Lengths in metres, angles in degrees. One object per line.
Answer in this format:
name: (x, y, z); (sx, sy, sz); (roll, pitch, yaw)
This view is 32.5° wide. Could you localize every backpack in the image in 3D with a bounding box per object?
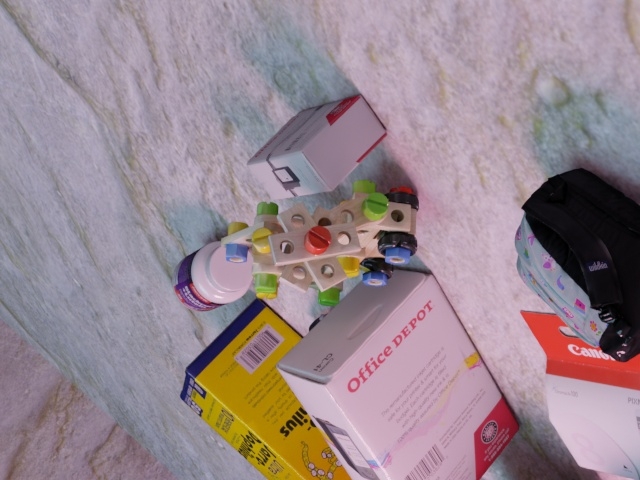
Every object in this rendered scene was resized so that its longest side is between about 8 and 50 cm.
backpack: (0.268, 0.021, 1.060); (0.182, 0.152, 0.115); (46, 150, 28)

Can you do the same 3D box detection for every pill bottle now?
pill bottle: (-0.180, 0.060, 1.885); (0.108, 0.108, 0.193); (48, 156, -7)

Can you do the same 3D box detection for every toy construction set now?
toy construction set: (0.000, 0.000, 1.369); (0.215, 0.151, 0.327); (8, 174, -11)

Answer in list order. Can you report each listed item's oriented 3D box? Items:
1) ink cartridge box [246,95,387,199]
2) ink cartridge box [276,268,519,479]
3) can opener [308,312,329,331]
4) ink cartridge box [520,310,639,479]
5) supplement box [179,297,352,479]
ink cartridge box: (-0.007, -0.110, 1.329); (0.063, 0.109, 0.150); (51, 156, -18)
ink cartridge box: (0.115, 0.221, 1.522); (0.131, 0.226, 0.306); (6, 134, 55)
can opener: (0.015, 0.141, 1.766); (0.059, 0.073, 0.186); (41, 166, -10)
ink cartridge box: (0.343, 0.195, 1.325); (0.232, 0.066, 0.189); (51, 156, -23)
supplement box: (-0.060, 0.313, 1.992); (0.356, 0.195, 0.194); (41, 156, 8)
